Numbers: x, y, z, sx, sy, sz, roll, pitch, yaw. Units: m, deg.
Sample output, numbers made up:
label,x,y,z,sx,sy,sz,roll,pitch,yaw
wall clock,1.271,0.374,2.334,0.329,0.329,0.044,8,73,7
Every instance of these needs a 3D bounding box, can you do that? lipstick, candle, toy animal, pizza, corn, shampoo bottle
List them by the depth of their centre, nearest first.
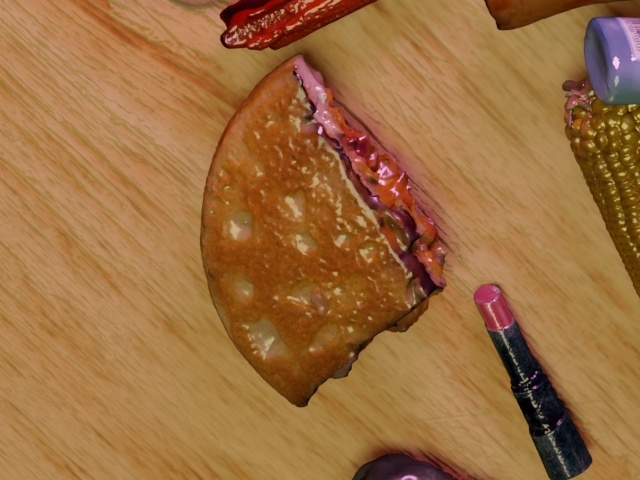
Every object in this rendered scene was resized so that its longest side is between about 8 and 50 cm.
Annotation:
label,x,y,z,sx,sy,sz,roll,pitch,yaw
shampoo bottle,0.378,-0.164,1.286,0.258,0.104,0.061,0,131,-5
corn,0.331,-0.030,1.388,0.106,0.106,0.305,-19,110,24
candle,0.031,-0.258,1.394,0.302,0.084,0.059,-22,139,19
pizza,0.000,0.000,1.500,0.278,0.114,0.408,2,117,17
lipstick,0.230,0.152,1.548,0.053,0.053,0.234,-20,103,25
toy animal,0.151,0.333,1.637,0.270,0.082,0.137,18,120,9

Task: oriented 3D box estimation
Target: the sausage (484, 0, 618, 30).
label,x,y,z,sx,sy,sz,roll,pitch,yaw
sausage,0.279,-0.262,1.292,0.271,0.109,0.109,-4,114,20
